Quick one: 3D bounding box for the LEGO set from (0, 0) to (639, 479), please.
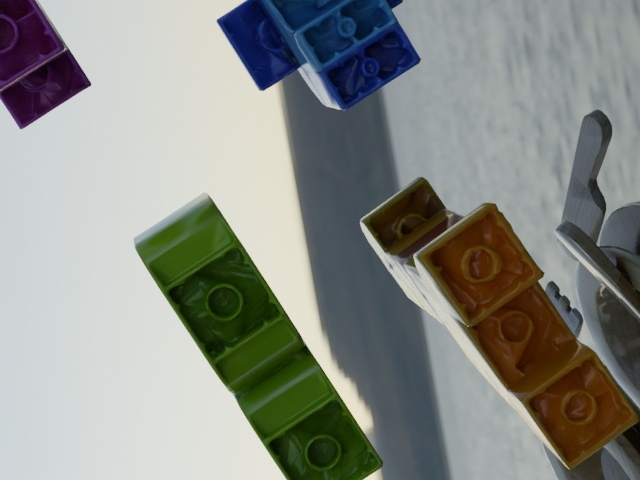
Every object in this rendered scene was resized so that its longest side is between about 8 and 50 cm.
[{"bbox_3d":[0.000,0.000,0.372,0.227,0.087,0.093,58,177,-10],"label":"LEGO set"}]

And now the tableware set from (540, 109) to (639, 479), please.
[{"bbox_3d":[0.105,0.061,0.542,0.128,0.039,0.194,51,161,25],"label":"tableware set"}]
